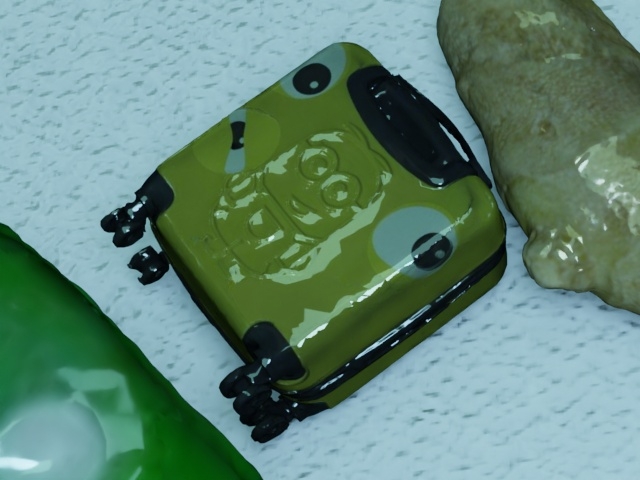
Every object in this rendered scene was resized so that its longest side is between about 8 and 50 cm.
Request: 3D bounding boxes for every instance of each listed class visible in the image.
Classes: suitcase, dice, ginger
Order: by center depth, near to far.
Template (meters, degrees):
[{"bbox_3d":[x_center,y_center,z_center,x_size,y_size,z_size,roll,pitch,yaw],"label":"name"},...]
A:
[{"bbox_3d":[-0.206,0.177,1.247,0.300,0.297,0.287,41,82,22],"label":"dice"},{"bbox_3d":[0.000,0.000,1.370,0.235,0.143,0.194,-36,65,-5],"label":"suitcase"},{"bbox_3d":[0.188,-0.068,1.376,0.190,0.126,0.354,-26,61,-12],"label":"ginger"}]
